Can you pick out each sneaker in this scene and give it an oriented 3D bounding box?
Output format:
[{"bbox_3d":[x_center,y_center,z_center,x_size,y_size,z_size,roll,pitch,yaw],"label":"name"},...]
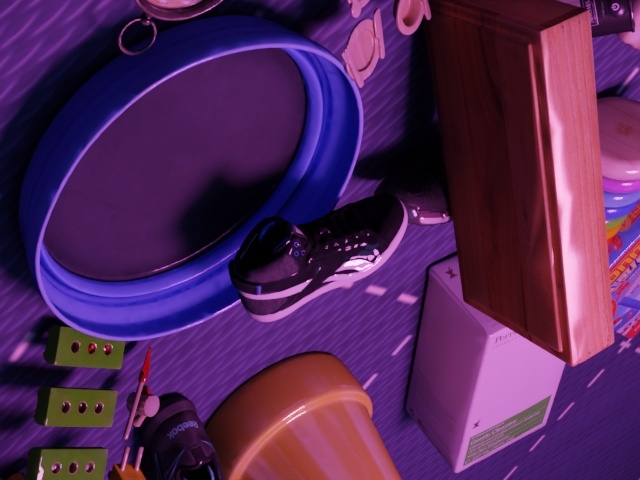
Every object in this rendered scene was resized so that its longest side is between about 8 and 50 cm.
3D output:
[{"bbox_3d":[0.184,-0.126,1.614,0.281,0.106,0.162,-20,136,-43],"label":"sneaker"},{"bbox_3d":[0.000,0.000,1.424,0.217,0.079,0.121,-35,149,-8],"label":"sneaker"},{"bbox_3d":[-0.188,0.322,1.736,0.101,0.106,0.267,-28,147,-23],"label":"sneaker"}]

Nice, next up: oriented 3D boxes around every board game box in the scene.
[{"bbox_3d":[0.540,0.005,2.143,0.308,0.086,0.302,-49,148,13],"label":"board game box"}]

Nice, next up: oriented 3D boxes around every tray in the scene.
[{"bbox_3d":[0.223,-0.076,1.463,0.076,0.203,0.411,-25,122,-24],"label":"tray"}]

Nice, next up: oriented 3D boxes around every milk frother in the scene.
[{"bbox_3d":[0.292,-0.292,1.522,0.134,0.129,0.143,-9,-177,12],"label":"milk frother"}]

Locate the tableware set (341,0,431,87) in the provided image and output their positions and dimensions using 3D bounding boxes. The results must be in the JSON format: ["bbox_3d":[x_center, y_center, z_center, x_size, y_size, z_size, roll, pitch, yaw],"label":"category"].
[{"bbox_3d":[0.065,-0.250,1.326,0.169,0.020,0.141,-48,141,-33],"label":"tableware set"}]

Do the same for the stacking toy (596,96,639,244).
[{"bbox_3d":[0.405,-0.053,1.897,0.141,0.141,0.330,-27,150,-21],"label":"stacking toy"}]

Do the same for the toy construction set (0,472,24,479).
[{"bbox_3d":[-0.436,0.350,1.459,0.215,0.151,0.327,-52,147,16],"label":"toy construction set"}]

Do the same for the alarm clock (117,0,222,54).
[{"bbox_3d":[-0.132,-0.247,1.145,0.129,0.064,0.192,1,126,-48],"label":"alarm clock"}]

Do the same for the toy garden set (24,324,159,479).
[{"bbox_3d":[-0.264,0.224,1.501,0.204,0.049,0.244,13,85,-56],"label":"toy garden set"}]

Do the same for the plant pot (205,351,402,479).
[{"bbox_3d":[-0.004,0.326,1.810,0.254,0.239,0.254,-28,147,-21],"label":"plant pot"}]

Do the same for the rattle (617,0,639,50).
[{"bbox_3d":[0.490,-0.306,1.674,0.130,0.143,0.200,24,119,-36],"label":"rattle"}]

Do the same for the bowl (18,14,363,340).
[{"bbox_3d":[-0.134,-0.063,1.354,0.391,0.077,0.391,-28,145,-21],"label":"bowl"}]

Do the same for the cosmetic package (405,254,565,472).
[{"bbox_3d":[0.260,0.168,1.981,0.197,0.155,0.365,-24,145,-21],"label":"cosmetic package"}]
